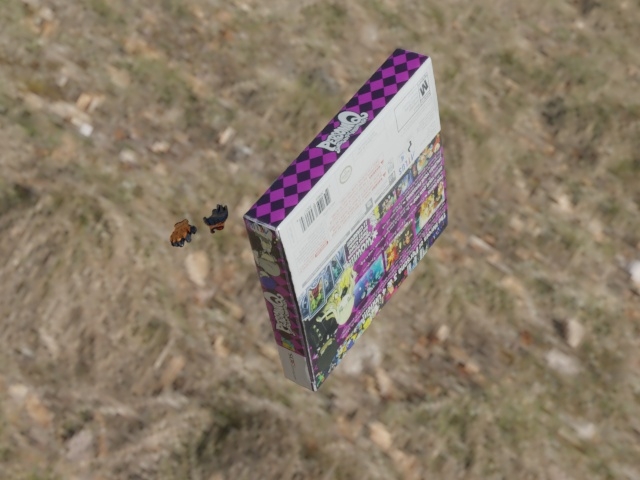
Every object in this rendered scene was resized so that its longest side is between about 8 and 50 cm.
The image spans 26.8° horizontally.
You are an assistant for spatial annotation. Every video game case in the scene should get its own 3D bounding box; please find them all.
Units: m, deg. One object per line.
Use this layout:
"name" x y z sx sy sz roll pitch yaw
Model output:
"video game case" 0.032 -0.017 1.168 0.042 0.232 0.210 22 -35 29

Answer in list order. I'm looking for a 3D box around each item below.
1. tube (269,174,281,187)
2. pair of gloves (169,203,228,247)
"tube" 0.000 0.000 1.340 0.207 0.052 0.080 60 24 -61
"pair of gloves" -0.157 -0.020 1.735 0.074 0.083 0.010 -96 161 -65
